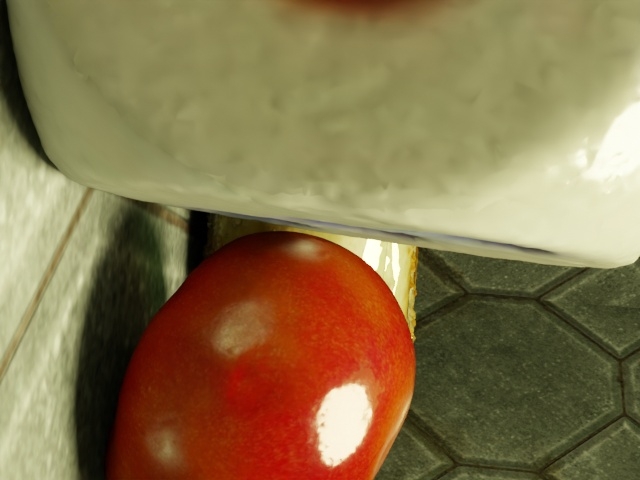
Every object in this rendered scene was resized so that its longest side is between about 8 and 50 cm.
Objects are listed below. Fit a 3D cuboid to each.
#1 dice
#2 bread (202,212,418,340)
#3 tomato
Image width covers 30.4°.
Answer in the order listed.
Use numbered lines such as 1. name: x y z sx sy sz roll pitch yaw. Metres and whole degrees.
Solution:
1. dice: 0.021 -0.121 0.530 0.251 0.259 0.243 25 71 -84
2. bread: 0.000 0.000 0.874 0.305 0.158 0.306 6 90 -80
3. tomato: -0.029 0.089 0.631 0.195 0.136 0.195 -58 173 -11
